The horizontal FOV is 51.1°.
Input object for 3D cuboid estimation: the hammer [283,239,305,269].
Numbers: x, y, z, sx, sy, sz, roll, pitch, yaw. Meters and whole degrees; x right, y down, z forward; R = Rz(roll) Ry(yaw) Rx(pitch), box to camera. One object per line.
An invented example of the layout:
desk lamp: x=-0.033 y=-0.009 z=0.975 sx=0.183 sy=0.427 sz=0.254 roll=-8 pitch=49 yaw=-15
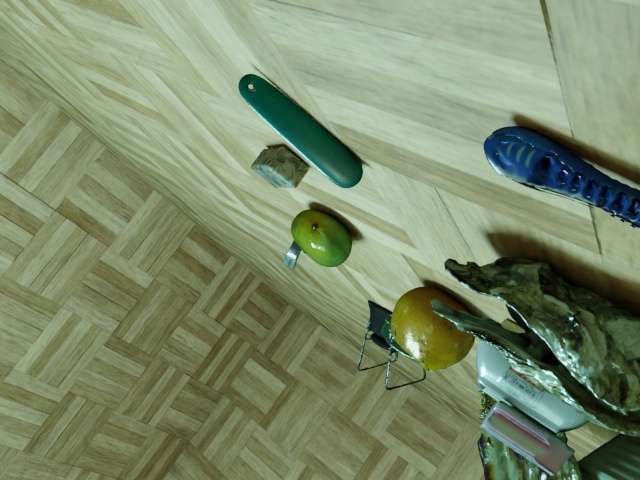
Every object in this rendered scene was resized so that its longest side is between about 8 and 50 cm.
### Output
hammer: x=-0.034 y=0.022 z=1.511 sx=0.029 sy=0.103 sz=0.246 roll=28 pitch=177 yaw=9

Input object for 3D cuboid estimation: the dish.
dish: x=0.351 y=0.258 z=1.138 sx=0.212 sy=0.077 sz=0.151 roll=32 pitch=172 yaw=22

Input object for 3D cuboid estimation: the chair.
chair: x=0.202 y=0.275 z=1.854 sx=0.145 sy=0.221 sz=0.140 roll=-9 pitch=-162 yaw=-33

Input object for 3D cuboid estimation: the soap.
soap: x=0.346 y=0.333 z=1.120 sx=0.149 sy=0.056 sz=0.100 roll=32 pitch=172 yaw=16

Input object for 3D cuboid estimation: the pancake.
pancake: x=0.398 y=0.463 z=1.217 sx=0.066 sy=0.305 sz=0.427 roll=6 pitch=-146 yaw=-12

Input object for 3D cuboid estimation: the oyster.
oyster: x=0.282 y=0.115 z=0.716 sx=0.351 sy=0.158 sz=0.162 roll=19 pitch=-155 yaw=37

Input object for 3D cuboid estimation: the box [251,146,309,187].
box: x=-0.065 y=-0.114 z=1.049 sx=0.062 sy=0.045 sz=0.098 roll=38 pitch=169 yaw=-19

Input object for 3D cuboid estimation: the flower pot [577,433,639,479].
flower pot: x=0.565 y=0.460 z=1.113 sx=0.239 sy=0.209 sz=0.189 roll=39 pitch=170 yaw=-12

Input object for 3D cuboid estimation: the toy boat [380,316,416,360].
toy boat: x=0.248 y=0.249 z=1.603 sx=0.141 sy=0.092 sz=0.319 roll=30 pitch=176 yaw=27

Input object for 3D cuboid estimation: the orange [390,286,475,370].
orange: x=0.196 y=0.158 z=1.189 sx=0.154 sy=0.134 sz=0.155 roll=35 pitch=163 yaw=12

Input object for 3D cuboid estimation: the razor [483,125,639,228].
razor: x=0.256 y=-0.001 z=0.459 sx=0.324 sy=0.093 sz=0.056 roll=35 pitch=-153 yaw=31

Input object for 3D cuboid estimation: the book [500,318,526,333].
book: x=0.395 y=0.213 z=1.074 sx=0.231 sy=0.026 sz=0.161 roll=32 pitch=170 yaw=28

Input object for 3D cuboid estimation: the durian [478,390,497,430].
durian: x=0.422 y=0.384 z=1.475 sx=0.237 sy=0.138 sz=0.193 roll=41 pitch=169 yaw=-20

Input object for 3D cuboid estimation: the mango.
mango: x=-0.003 y=-0.002 z=1.253 sx=0.122 sy=0.086 sz=0.191 roll=34 pitch=170 yaw=-6

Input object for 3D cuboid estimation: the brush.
brush: x=-0.024 y=-0.135 z=0.829 sx=0.193 sy=0.043 sz=0.032 roll=40 pitch=-173 yaw=-15
